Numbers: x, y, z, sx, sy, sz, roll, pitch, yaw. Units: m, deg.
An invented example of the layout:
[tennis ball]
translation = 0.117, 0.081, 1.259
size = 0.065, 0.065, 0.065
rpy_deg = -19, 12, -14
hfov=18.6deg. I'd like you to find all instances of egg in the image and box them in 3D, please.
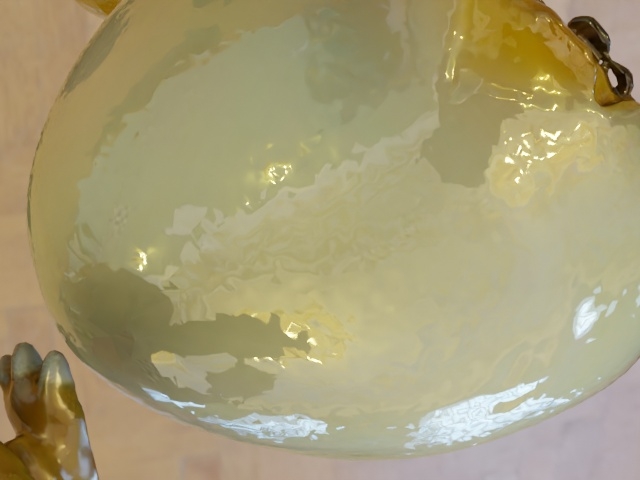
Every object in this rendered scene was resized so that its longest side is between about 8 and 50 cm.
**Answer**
[egg]
translation = 0.000, 0.004, 0.837
size = 0.286, 0.174, 0.264
rpy_deg = 14, 131, 27

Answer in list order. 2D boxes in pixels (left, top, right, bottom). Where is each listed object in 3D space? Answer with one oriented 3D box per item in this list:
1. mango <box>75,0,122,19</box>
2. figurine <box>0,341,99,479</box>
[mango]
translation = -0.139, -0.280, 1.818
size = 0.254, 0.175, 0.139
rpy_deg = 6, 143, 51
[figurine]
translation = -0.249, 0.190, 0.780
size = 0.387, 0.268, 0.401
rpy_deg = -22, -174, -42
